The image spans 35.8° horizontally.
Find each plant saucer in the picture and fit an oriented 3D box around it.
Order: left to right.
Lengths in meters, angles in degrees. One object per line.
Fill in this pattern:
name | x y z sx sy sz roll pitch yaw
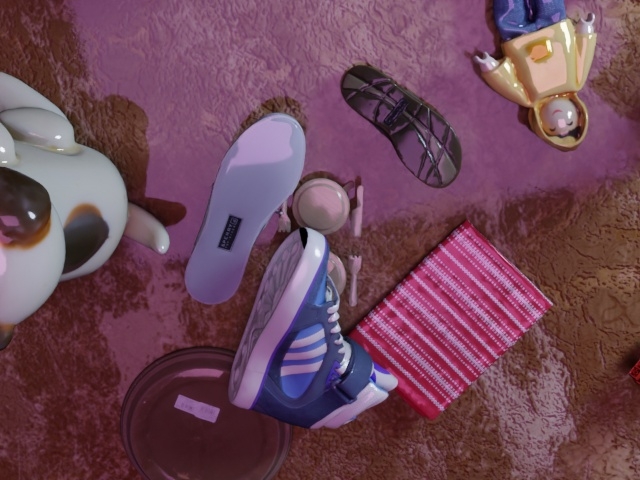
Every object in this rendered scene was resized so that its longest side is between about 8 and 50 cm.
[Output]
plant saucer | -0.183 0.304 1.579 0.278 0.041 0.277 0 105 0

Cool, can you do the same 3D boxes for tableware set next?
tableware set | 0.000 0.000 1.496 0.128 0.039 0.194 4 102 4

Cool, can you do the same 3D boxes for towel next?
towel | 0.195 0.128 1.538 0.199 0.031 0.275 43 99 -9

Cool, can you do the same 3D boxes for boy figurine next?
boy figurine | 0.306 -0.257 1.401 0.177 0.092 0.285 -14 102 1

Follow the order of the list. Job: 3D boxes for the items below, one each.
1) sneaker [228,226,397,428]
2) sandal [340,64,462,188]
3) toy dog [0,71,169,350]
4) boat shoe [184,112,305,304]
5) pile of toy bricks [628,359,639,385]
sneaker | 0.019 0.143 1.464 0.236 0.130 0.322 15 117 -17
sandal | 0.119 -0.168 1.444 0.219 0.060 0.090 40 96 4
toy dog | -0.418 -0.008 1.299 0.395 0.408 0.284 30 104 -8
boat shoe | -0.110 -0.054 1.447 0.113 0.105 0.306 18 111 -9
pile of toy bricks | 0.582 0.183 1.531 0.212 0.118 0.105 -47 130 -5
